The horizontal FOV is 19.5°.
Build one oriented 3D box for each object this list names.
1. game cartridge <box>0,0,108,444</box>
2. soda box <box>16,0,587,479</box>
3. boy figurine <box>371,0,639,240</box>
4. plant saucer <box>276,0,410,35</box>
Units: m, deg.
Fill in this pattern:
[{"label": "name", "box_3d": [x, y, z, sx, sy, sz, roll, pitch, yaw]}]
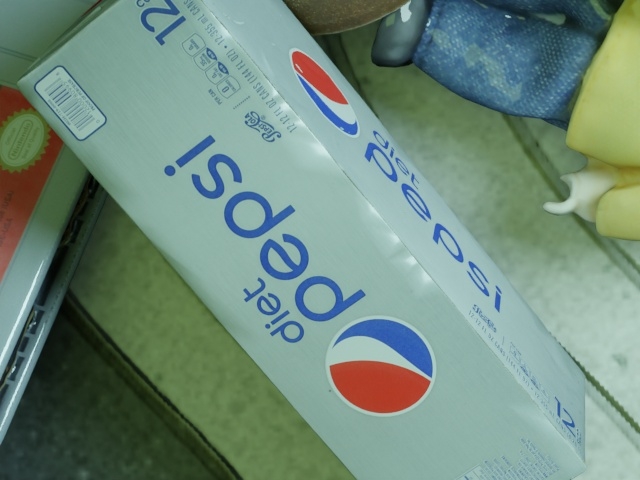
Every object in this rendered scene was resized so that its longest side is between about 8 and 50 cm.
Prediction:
[{"label": "game cartridge", "box_3d": [-0.209, -0.015, 0.872, 0.196, 0.060, 0.294, 16, 69, 12]}, {"label": "soda box", "box_3d": [0.000, 0.000, 0.829, 0.091, 0.098, 0.286, -36, 103, 19]}, {"label": "boy figurine", "box_3d": [0.173, -0.079, 0.841, 0.285, 0.092, 0.177, 22, 96, 8]}, {"label": "plant saucer", "box_3d": [0.002, -0.194, 0.846, 0.198, 0.036, 0.199, -10, 73, 36]}]
